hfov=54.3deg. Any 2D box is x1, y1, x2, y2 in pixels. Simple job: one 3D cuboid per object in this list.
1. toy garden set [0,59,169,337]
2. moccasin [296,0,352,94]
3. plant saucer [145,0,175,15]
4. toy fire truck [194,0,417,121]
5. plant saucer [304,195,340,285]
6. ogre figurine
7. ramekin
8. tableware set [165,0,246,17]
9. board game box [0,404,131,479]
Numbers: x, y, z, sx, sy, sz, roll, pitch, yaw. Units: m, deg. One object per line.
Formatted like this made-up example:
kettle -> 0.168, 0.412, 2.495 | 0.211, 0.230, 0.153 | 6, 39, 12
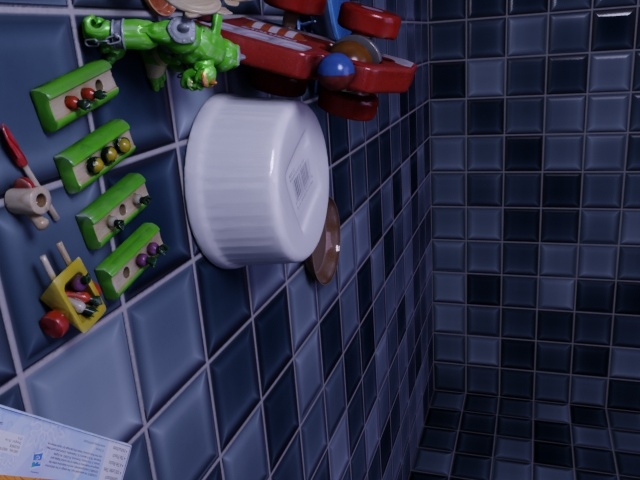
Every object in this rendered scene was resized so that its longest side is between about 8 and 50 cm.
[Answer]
toy garden set -> -0.237, -0.040, 0.652 | 0.204, 0.049, 0.244 | -60, 147, -54
moccasin -> -0.004, -0.400, 1.214 | 0.342, 0.116, 0.138 | 76, 24, -47
plant saucer -> -0.204, -0.324, 0.779 | 0.083, 0.013, 0.084 | 1, 90, -71
toy fire truck -> -0.013, -0.274, 0.934 | 0.254, 0.302, 0.170 | -57, 164, -63
plant saucer -> 0.000, 0.000, 1.383 | 0.198, 0.036, 0.199 | 2, 90, -72
ogre figurine -> -0.170, -0.225, 0.726 | 0.197, 0.118, 0.097 | 43, 52, -65
ramekin -> -0.084, -0.091, 0.971 | 0.277, 0.135, 0.278 | 2, 90, -71
tableware set -> -0.159, -0.297, 0.707 | 0.141, 0.168, 0.020 | -47, 164, -47
board game box -> -0.297, 0.290, 0.481 | 0.319, 0.065, 0.318 | 59, 37, -58
